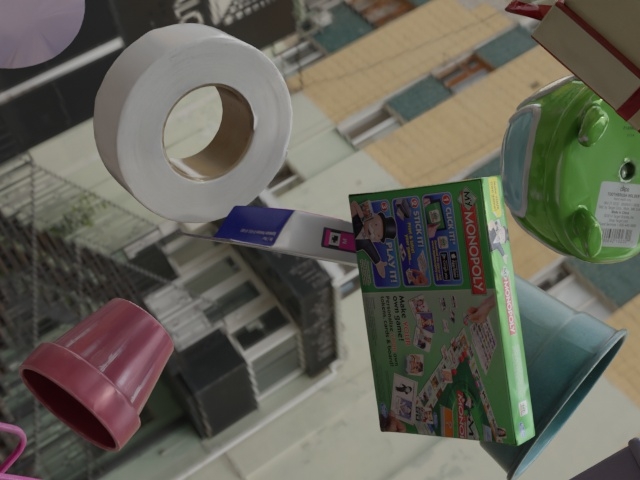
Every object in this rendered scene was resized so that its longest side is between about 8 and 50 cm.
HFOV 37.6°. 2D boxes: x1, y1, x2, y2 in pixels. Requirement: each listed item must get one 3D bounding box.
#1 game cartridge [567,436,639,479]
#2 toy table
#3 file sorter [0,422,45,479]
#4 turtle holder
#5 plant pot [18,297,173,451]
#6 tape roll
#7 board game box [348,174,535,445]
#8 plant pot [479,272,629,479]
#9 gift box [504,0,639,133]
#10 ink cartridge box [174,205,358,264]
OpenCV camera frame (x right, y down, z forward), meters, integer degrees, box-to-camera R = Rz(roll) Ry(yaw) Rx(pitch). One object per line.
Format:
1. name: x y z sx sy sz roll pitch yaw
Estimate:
1. game cartridge: 0.222 0.323 0.784 0.068 0.355 0.230 33 30 -36
2. toy table: -0.393 -0.334 1.091 0.161 0.252 0.274 59 -13 17
3. file sorter: -0.332 0.264 0.803 0.290 0.202 0.182 46 7 32
4. turtle holder: 0.352 -0.134 1.280 0.227 0.243 0.320 25 -40 60
5. plant pot: -0.334 0.197 1.466 0.201 0.180 0.201 28 -30 18
6. tape roll: -0.185 -0.172 1.395 0.100 0.286 0.286 35 -30 49
7. board game box: 0.146 0.088 1.175 0.213 0.046 0.317 -5 -85 43
8. plant pot: 0.322 0.200 1.721 0.334 0.341 0.341 39 -25 21
9. gift box: 0.313 -0.182 0.677 0.255 0.276 0.258 47 -25 8
10. ink cartridge box: 0.000 0.000 1.332 0.176 0.371 0.069 7 -91 58
